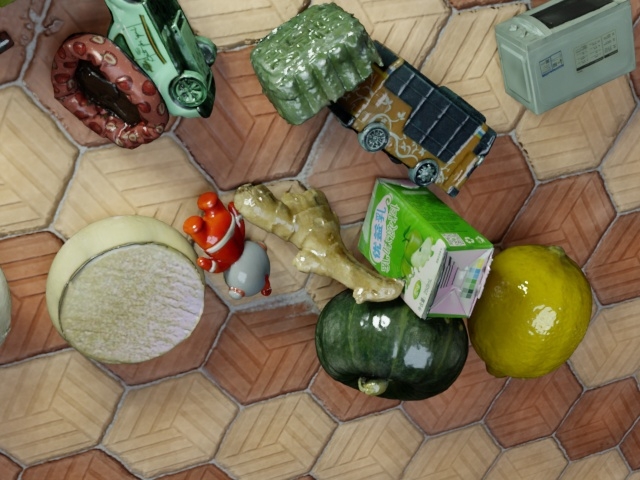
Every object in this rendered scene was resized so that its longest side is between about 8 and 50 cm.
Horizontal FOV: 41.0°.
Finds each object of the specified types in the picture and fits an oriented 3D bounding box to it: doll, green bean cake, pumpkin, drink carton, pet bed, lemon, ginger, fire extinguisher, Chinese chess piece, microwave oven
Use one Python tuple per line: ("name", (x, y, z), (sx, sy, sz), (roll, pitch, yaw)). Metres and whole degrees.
("doll", (-0.152, 0.023, 1.520), (0.245, 0.076, 0.142), (55, 51, -43))
("green bean cake", (-0.016, -0.284, 1.338), (0.181, 0.173, 0.094), (-33, 125, 1))
("pumpkin", (0.135, 0.202, 1.639), (0.300, 0.207, 0.300), (12, 154, 6))
("drink carton", (0.181, 0.010, 1.543), (0.108, 0.271, 0.161), (0, 119, -29))
("pet bed", (-0.311, -0.216, 1.260), (0.201, 0.201, 0.054), (55, 53, -37))
("lemon", (0.421, 0.149, 1.750), (0.245, 0.245, 0.320), (5, 119, -25))
("ginger", (0.000, 0.000, 1.515), (0.148, 0.333, 0.081), (-41, 172, -43))
("fire extinguisher", (-0.495, -0.275, 1.231), (0.100, 0.032, 0.046), (-34, 138, -7))
("Chinese chess piece", (-0.332, 0.087, 1.475), (0.269, 0.112, 0.270), (-11, 125, -17))
("microwave oven", (0.433, -0.341, 1.522), (0.208, 0.122, 0.162), (-25, 127, -6))

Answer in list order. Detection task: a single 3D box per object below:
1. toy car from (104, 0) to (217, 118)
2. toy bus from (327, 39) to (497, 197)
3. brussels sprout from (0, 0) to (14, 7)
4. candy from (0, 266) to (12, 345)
("toy car", (-0.251, -0.313, 1.252), (0.125, 0.136, 0.306), (-17, 127, 14))
("toy bus", (0.160, -0.207, 1.485), (0.275, 0.138, 0.167), (31, 103, -32))
("brussels sprout", (-0.458, -0.409, 1.032), (0.273, 0.243, 0.317), (17, 116, -23))
("candy", (-0.622, 0.102, 1.320), (0.295, 0.185, 0.296), (-9, 127, -12))
